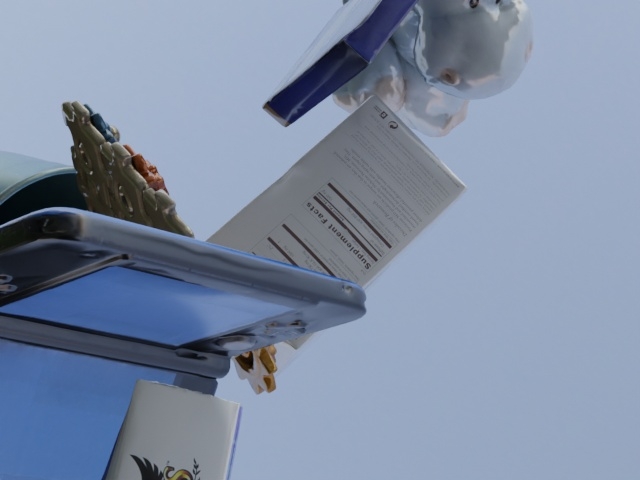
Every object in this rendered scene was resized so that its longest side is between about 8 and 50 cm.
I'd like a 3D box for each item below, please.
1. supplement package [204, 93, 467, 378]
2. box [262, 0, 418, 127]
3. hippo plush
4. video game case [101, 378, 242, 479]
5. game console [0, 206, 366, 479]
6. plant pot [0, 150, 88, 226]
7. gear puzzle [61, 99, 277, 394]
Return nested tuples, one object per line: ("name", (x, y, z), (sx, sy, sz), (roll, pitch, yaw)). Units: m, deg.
("supplement package", (0.000, 0.000, 1.493), (0.134, 0.139, 0.244), (46, -112, 5))
("box", (0.036, -0.185, 1.335), (0.136, 0.036, 0.225), (-53, -171, -24))
("hippo plush", (0.145, -0.252, 1.560), (0.236, 0.234, 0.294), (5, -76, 62))
("video game case", (-0.116, 0.240, 0.816), (0.061, 0.269, 0.244), (16, -124, -8))
("game console", (-0.143, 0.111, 1.043), (0.250, 0.293, 0.173), (-18, -113, 40))
("plant pot", (-0.358, 0.025, 1.578), (0.255, 0.272, 0.271), (20, -98, 36))
("gear puzzle", (-0.122, 0.008, 1.316), (0.044, 0.175, 0.339), (-25, -136, -22))
